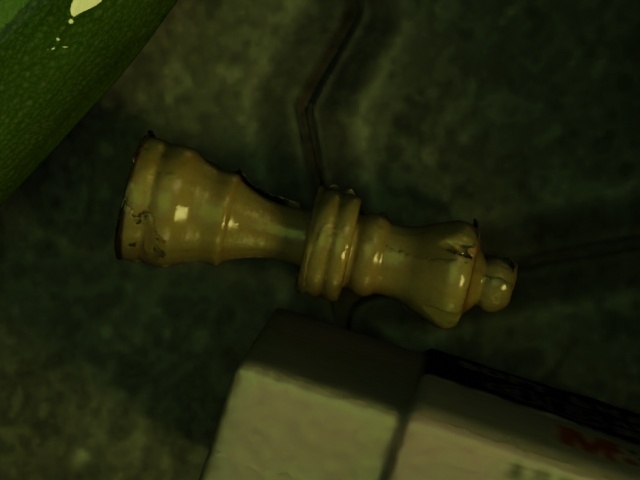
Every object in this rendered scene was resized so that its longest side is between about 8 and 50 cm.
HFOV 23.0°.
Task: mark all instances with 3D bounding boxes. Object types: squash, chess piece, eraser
[{"bbox_3d":[-0.147,-0.079,0.665,0.107,0.107,0.395,42,93,3],"label":"squash"},{"bbox_3d":[0.000,0.000,0.680,0.172,0.060,0.060,13,92,2],"label":"chess piece"},{"bbox_3d":[0.097,0.112,0.637,0.287,0.130,0.086,18,96,3],"label":"eraser"}]
